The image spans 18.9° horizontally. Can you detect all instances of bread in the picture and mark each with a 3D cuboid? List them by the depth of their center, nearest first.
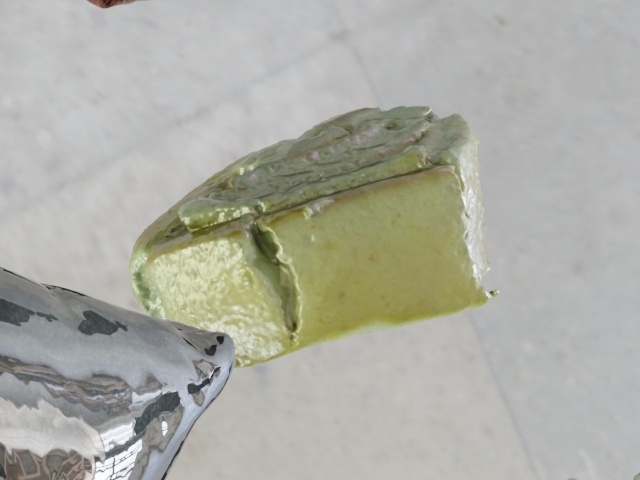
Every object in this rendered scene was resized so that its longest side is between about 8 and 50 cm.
[{"bbox_3d":[0.000,0.000,1.320,0.257,0.186,0.124,-21,108,-16],"label":"bread"}]

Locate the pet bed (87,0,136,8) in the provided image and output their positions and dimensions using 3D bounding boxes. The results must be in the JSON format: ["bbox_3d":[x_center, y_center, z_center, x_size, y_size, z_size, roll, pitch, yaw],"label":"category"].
[{"bbox_3d":[-0.115,-0.223,1.231,0.201,0.053,0.201,-4,146,-3],"label":"pet bed"}]

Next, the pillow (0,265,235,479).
[{"bbox_3d":[-0.143,0.057,0.413,0.250,0.106,0.186,29,83,-36],"label":"pillow"}]

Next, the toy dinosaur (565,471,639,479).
[{"bbox_3d":[0.103,0.219,0.963,0.092,0.205,0.393,37,89,4],"label":"toy dinosaur"}]
